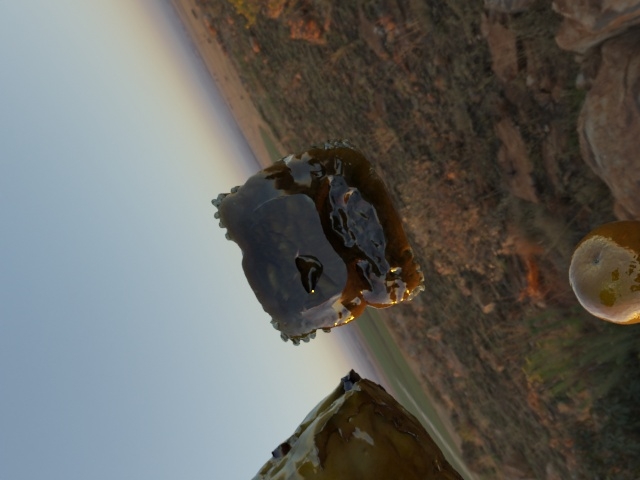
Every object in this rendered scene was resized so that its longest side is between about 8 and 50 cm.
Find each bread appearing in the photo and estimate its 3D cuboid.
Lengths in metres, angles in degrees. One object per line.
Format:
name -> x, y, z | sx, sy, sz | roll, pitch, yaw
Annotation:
bread -> 0.087, 0.363, 0.680 | 0.324, 0.277, 0.167 | 53, 153, -9
bread -> -0.001, -0.002, 0.599 | 0.110, 0.192, 0.210 | -79, -35, -80

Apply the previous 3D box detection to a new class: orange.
orange -> 0.454, 0.049, 0.762 | 0.136, 0.159, 0.159 | 17, -169, -17
